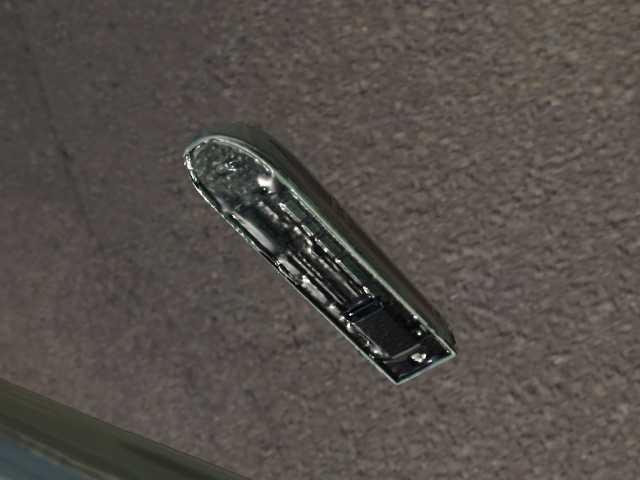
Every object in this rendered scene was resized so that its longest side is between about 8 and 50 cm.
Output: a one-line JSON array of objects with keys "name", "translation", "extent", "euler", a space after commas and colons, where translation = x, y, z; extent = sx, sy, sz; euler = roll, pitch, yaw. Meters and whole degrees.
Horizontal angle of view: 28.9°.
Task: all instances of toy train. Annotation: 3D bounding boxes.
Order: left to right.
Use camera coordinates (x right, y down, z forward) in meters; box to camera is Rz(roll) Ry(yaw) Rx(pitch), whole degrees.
[{"name": "toy train", "translation": [0.000, 0.000, 1.288], "extent": [0.086, 0.407, 0.088], "euler": [-29, 38, 20]}]

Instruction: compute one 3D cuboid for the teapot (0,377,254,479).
[{"name": "teapot", "translation": [-0.154, 0.028, 0.406], "extent": [0.149, 0.318, 0.220], "euler": [-53, 23, 29]}]
